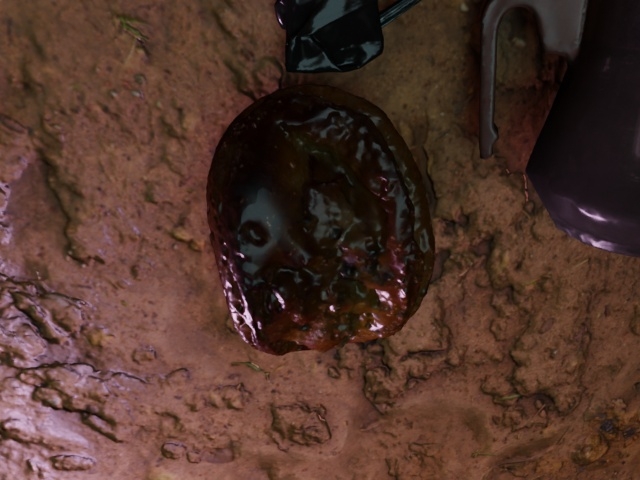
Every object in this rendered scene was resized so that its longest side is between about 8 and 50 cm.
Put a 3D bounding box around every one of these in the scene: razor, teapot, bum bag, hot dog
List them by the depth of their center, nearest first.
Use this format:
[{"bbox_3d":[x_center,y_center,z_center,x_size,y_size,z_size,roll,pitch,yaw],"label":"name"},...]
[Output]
[{"bbox_3d":[0.006,-0.303,0.683,0.123,0.060,0.249,-10,123,-6],"label":"bum bag"},{"bbox_3d":[0.066,-0.260,0.750,0.190,0.033,0.066,-35,126,4],"label":"razor"},{"bbox_3d":[0.385,-0.190,0.786,0.375,0.306,0.362,3,115,12],"label":"teapot"},{"bbox_3d":[0.000,0.000,0.805,0.266,0.174,0.388,-14,126,-9],"label":"hot dog"}]
